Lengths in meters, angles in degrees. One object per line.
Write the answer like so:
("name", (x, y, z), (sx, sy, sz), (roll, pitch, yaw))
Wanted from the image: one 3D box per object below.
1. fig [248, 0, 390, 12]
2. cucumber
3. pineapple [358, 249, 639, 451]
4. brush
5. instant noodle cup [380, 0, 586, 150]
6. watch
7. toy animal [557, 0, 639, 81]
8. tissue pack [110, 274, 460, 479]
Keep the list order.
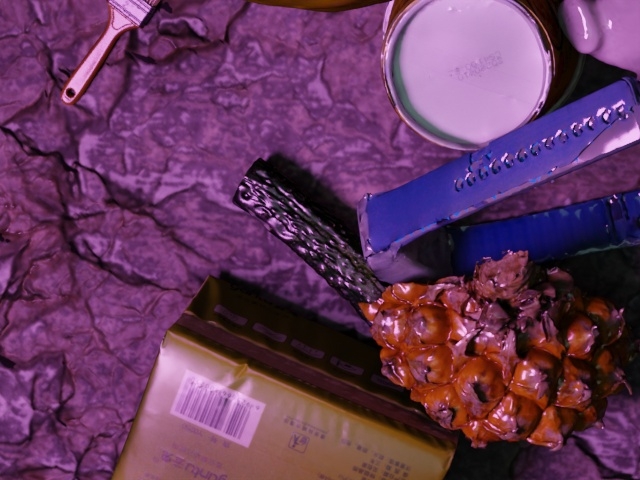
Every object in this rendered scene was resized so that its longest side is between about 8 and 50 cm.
("fig", (-0.019, -0.326, 1.203), (0.343, 0.343, 0.343), (4, 108, 11))
("cucumber", (0.001, -0.001, 1.438), (0.187, 0.058, 0.058), (42, 111, -4))
("pineapple", (0.172, 0.096, 1.331), (0.249, 0.140, 0.164), (10, 153, -13))
("brush", (-0.192, -0.191, 1.443), (0.043, 0.014, 0.170), (39, 112, 1))
("instant noodle cup", (0.129, -0.157, 1.313), (0.182, 0.144, 0.182), (4, 108, 11))
("watch", (0.158, -0.031, 1.294), (0.274, 0.276, 0.068), (-11, 70, 17))
("toy animal", (0.268, -0.276, 1.248), (0.208, 0.154, 0.325), (-25, 79, 39))
("tissue pack", (-0.028, 0.190, 1.444), (0.274, 0.167, 0.200), (23, 111, 3))
